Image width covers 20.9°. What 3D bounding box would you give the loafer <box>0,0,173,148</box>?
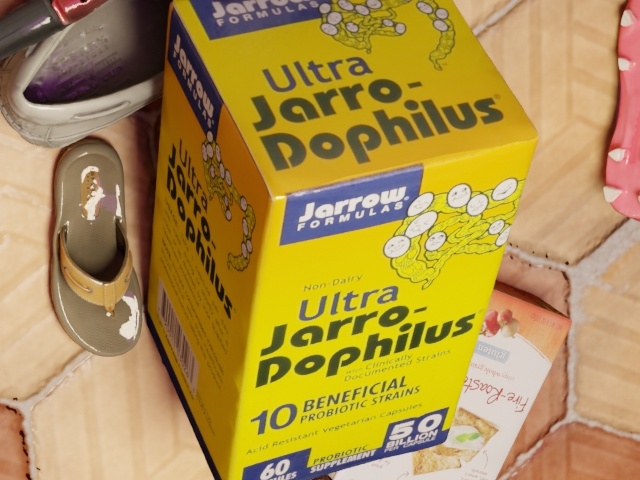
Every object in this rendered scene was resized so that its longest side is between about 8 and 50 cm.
[{"bbox_3d":[-0.094,-0.174,1.277,0.319,0.111,0.112,-37,96,-10],"label":"loafer"}]

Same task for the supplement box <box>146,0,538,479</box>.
[{"bbox_3d":[0.000,0.000,1.262,0.194,0.195,0.357,-14,143,-20],"label":"supplement box"}]

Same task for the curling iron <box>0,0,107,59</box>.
[{"bbox_3d":[-0.166,-0.153,1.194,0.274,0.035,0.068,-21,81,-5],"label":"curling iron"}]

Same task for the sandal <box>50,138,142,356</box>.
[{"bbox_3d":[-0.173,0.011,1.353,0.072,0.049,0.180,-9,112,-22],"label":"sandal"}]

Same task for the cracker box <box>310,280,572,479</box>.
[{"bbox_3d":[0.099,0.140,1.514,0.155,0.067,0.232,21,99,-28],"label":"cracker box"}]

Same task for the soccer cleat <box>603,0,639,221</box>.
[{"bbox_3d":[0.305,-0.137,1.516,0.095,0.083,0.248,-6,108,-56],"label":"soccer cleat"}]

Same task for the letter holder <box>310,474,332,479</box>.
[{"bbox_3d":[-0.081,0.359,1.389,0.301,0.214,0.152,-25,118,-1],"label":"letter holder"}]
